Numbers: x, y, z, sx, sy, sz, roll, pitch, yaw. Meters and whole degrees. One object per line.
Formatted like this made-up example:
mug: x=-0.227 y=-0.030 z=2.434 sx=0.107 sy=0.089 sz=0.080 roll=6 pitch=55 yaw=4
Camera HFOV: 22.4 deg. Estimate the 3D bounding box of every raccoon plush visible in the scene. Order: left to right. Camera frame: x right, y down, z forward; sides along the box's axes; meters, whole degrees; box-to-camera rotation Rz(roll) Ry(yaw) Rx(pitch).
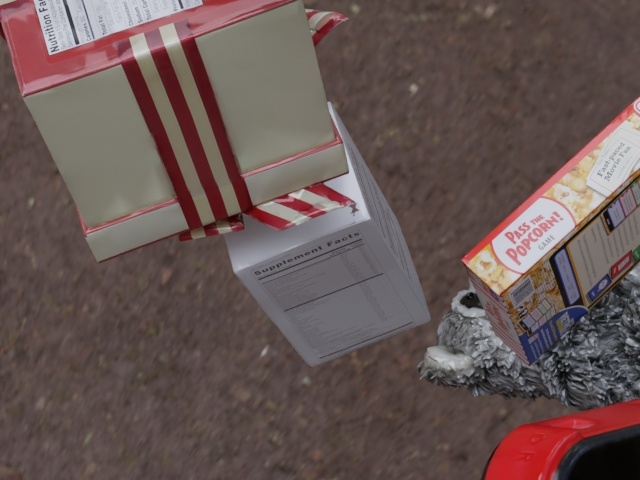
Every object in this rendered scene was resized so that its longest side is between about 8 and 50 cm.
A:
raccoon plush: x=0.301 y=0.188 z=1.759 sx=0.299 sy=0.216 sz=0.446 roll=-32 pitch=58 yaw=14

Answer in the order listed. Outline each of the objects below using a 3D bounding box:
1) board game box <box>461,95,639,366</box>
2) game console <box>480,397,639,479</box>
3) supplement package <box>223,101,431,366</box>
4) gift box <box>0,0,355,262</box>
board game box: x=0.203 y=-0.007 z=1.222 sx=0.193 sy=0.147 sz=0.045 roll=-42 pitch=61 yaw=-6
game console: x=0.244 y=0.275 z=1.081 sx=0.386 sy=0.060 sz=0.342 roll=-4 pitch=87 yaw=-49
supplement package: x=0.000 y=0.000 z=1.543 sx=0.139 sy=0.244 sz=0.134 roll=-21 pitch=61 yaw=6
gift box: x=-0.105 y=-0.149 z=1.306 sx=0.276 sy=0.258 sz=0.255 roll=-15 pitch=56 yaw=-1
